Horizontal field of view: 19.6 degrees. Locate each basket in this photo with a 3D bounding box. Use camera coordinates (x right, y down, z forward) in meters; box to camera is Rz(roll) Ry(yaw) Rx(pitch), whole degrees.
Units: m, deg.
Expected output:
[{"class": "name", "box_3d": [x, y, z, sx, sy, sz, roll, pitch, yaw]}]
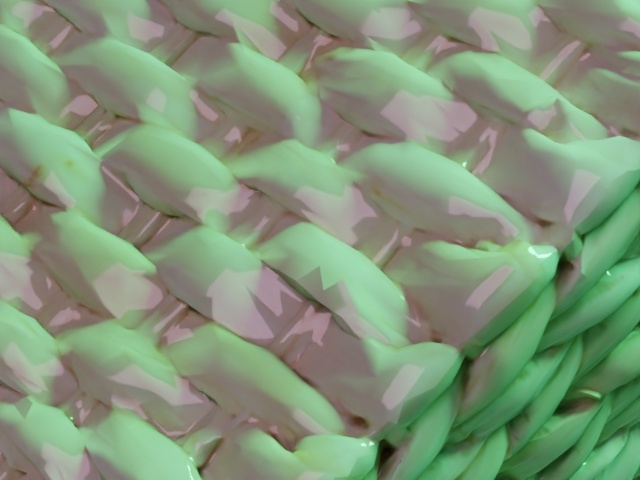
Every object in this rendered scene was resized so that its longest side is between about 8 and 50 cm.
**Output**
[{"class": "basket", "box_3d": [0.000, 0.000, 0.588, 0.328, 0.266, 0.331, -46, 54, -8]}]
